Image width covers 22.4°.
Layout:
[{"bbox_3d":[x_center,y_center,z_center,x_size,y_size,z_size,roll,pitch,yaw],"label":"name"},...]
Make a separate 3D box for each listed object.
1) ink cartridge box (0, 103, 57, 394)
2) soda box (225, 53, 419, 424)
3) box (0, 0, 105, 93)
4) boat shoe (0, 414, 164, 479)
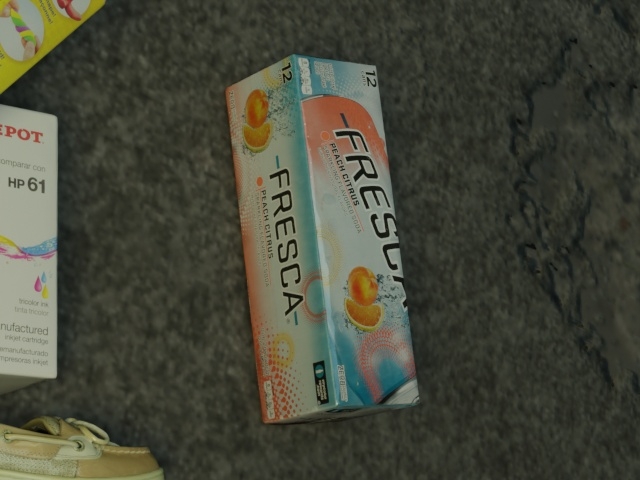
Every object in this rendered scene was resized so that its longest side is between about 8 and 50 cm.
[{"bbox_3d":[-0.163,0.000,0.696,0.088,0.052,0.122,9,70,-39],"label":"ink cartridge box"},{"bbox_3d":[0.000,0.000,0.831,0.058,0.063,0.183,2,76,-40],"label":"soda box"},{"bbox_3d":[-0.157,-0.106,0.651,0.179,0.043,0.105,-48,129,-38],"label":"box"},{"bbox_3d":[-0.135,0.088,0.694,0.153,0.056,0.048,7,77,-32],"label":"boat shoe"}]
